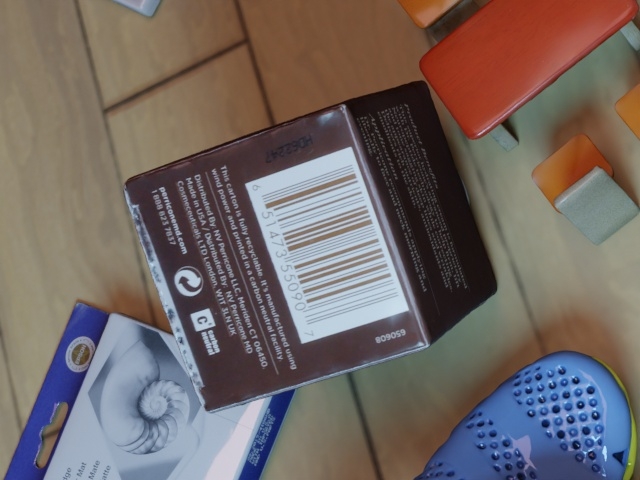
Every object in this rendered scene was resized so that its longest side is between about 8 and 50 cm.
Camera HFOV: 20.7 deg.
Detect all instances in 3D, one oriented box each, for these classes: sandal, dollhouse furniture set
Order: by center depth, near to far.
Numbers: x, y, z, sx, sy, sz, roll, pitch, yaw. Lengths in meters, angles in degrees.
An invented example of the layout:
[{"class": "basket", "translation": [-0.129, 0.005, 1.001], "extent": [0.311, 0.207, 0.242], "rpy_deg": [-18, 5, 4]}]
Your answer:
[{"class": "sandal", "translation": [0.086, 0.202, 1.169], "extent": [0.126, 0.138, 0.317], "rpy_deg": [41, 93, 32]}, {"class": "dollhouse furniture set", "translation": [0.188, -0.176, 1.234], "extent": [0.259, 0.135, 0.262], "rpy_deg": [-39, 62, 11]}]

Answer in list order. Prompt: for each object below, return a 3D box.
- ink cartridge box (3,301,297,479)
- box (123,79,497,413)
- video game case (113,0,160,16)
[{"class": "ink cartridge box", "translation": [-0.155, 0.173, 1.346], "extent": [0.224, 0.045, 0.223], "rpy_deg": [18, 83, 30]}, {"class": "box", "translation": [0.000, 0.000, 1.206], "extent": [0.167, 0.203, 0.168], "rpy_deg": [-19, 92, 20]}, {"class": "video game case", "translation": [-0.180, -0.308, 1.519], "extent": [0.201, 0.023, 0.183], "rpy_deg": [27, 87, 29]}]
